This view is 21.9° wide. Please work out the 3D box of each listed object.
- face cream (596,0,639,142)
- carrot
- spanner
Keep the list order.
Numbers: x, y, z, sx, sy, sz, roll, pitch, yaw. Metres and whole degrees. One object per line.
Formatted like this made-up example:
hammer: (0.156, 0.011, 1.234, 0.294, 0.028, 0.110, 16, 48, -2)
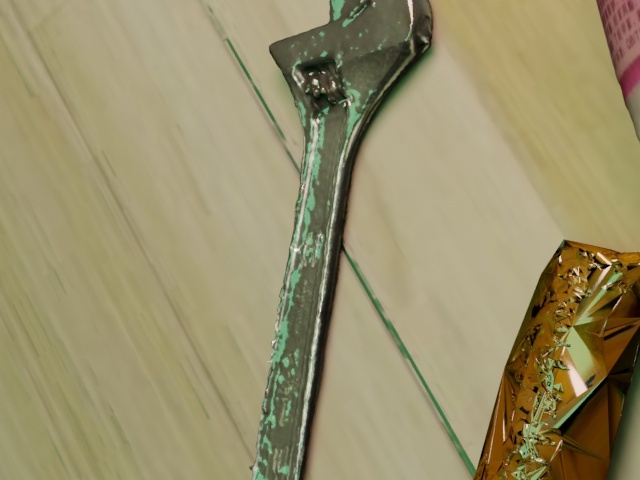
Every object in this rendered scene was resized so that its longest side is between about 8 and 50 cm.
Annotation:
face cream: (0.203, -0.104, 0.674, 0.175, 0.175, 0.195, -19, 77, 29)
carrot: (0.106, 0.107, 0.788, 0.069, 0.069, 0.229, 20, 97, 30)
spanner: (0.000, 0.000, 0.879, 0.093, 0.026, 0.325, 11, 95, 30)
